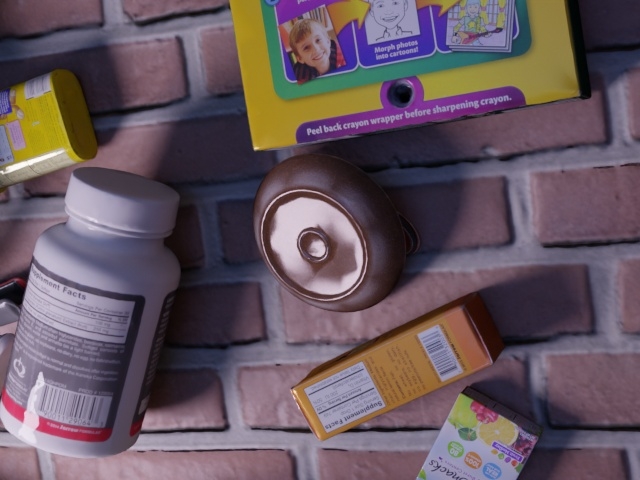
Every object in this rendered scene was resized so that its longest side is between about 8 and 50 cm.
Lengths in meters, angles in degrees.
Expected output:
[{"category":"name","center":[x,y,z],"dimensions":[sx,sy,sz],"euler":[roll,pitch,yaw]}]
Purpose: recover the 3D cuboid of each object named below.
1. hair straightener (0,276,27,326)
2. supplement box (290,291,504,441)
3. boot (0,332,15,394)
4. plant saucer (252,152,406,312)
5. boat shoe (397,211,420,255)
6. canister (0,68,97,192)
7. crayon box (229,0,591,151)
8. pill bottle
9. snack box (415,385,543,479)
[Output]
[{"category":"hair straightener","center":[-0.484,0.117,1.427],"dimensions":[0.230,0.089,0.047],"euler":[-16,125,21]},{"category":"supplement box","center":[0.086,0.144,1.225],"dimensions":[0.233,0.078,0.080],"euler":[-26,91,22]},{"category":"boot","center":[-0.471,0.188,1.441],"dimensions":[0.086,0.069,0.190],"euler":[32,108,11]},{"category":"plant saucer","center":[0.000,0.000,1.228],"dimensions":[0.198,0.036,0.199],"euler":[13,120,24]},{"category":"boat shoe","center":[0.052,-0.026,1.234],"dimensions":[0.137,0.043,0.049],"euler":[37,106,11]},{"category":"canister","center":[-0.377,-0.136,1.364],"dimensions":[0.169,0.073,0.126],"euler":[-15,92,20]},{"category":"crayon box","center":[0.083,-0.278,1.157],"dimensions":[0.362,0.106,0.313],"euler":[-7,93,21]},{"category":"pill bottle","center":[-0.268,0.082,1.295],"dimensions":[0.176,0.176,0.319],"euler":[20,103,17]},{"category":"snack box","center":[0.176,0.252,1.225],"dimensions":[0.100,0.037,0.141],"euler":[29,106,16]}]
